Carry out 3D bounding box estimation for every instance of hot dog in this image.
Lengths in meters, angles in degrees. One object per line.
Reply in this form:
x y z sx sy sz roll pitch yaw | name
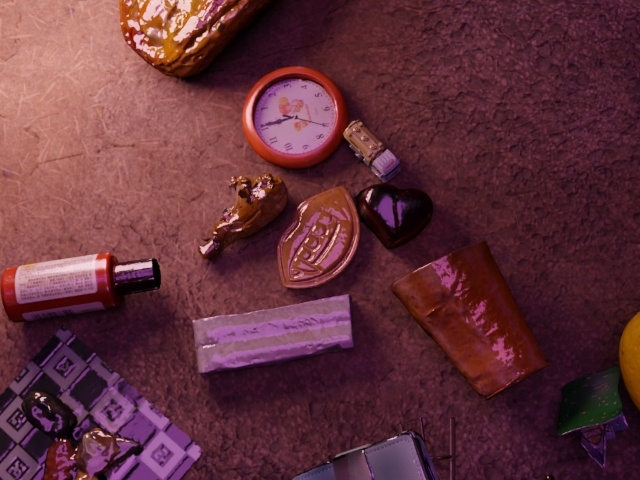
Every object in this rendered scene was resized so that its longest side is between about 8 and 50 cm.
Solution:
-0.216 -0.499 1.767 0.267 0.174 0.387 40 82 14 | hot dog

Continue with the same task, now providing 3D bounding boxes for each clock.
-0.049 -0.237 1.753 0.205 0.051 0.205 -1 77 3 | clock

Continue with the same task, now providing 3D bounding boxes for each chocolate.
0.131 -0.053 1.682 0.149 0.080 0.125 15 76 5 | chocolate

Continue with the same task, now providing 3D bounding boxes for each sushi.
-0.456 0.386 1.609 0.359 0.064 0.343 39 81 12 | sushi

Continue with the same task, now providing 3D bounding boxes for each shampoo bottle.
-0.431 0.080 1.665 0.278 0.104 0.104 -8 75 1 | shampoo bottle

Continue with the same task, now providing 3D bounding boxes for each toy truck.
0.097 -0.170 1.722 0.052 0.063 0.123 -41 77 -8 | toy truck

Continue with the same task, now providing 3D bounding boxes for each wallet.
0.081 0.431 1.512 0.250 0.075 0.176 -27 71 25 | wallet

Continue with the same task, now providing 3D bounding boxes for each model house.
0.474 0.305 1.546 0.117 0.167 0.088 -25 103 24 | model house

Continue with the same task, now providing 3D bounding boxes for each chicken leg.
-0.152 -0.049 1.695 0.207 0.085 0.101 -42 120 -1 | chicken leg

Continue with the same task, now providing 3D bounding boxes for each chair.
0.194 0.414 1.555 0.095 0.104 0.221 3 72 -14 | chair

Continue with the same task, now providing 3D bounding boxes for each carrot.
0.260 0.148 1.576 0.196 0.196 0.254 -28 80 -4 | carrot

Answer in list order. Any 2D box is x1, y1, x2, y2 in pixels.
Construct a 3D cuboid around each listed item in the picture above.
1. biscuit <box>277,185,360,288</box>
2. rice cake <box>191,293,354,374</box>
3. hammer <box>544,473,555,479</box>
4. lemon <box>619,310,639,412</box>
0.000 0.000 1.701 0.142 0.029 0.220 32 79 10 | biscuit
-0.082 0.172 1.650 0.298 0.050 0.106 -9 76 0 | rice cake
0.323 0.448 1.572 0.178 0.021 0.065 -9 76 1 | hammer
0.630 0.219 1.497 0.260 0.260 0.284 -23 52 -3 | lemon
